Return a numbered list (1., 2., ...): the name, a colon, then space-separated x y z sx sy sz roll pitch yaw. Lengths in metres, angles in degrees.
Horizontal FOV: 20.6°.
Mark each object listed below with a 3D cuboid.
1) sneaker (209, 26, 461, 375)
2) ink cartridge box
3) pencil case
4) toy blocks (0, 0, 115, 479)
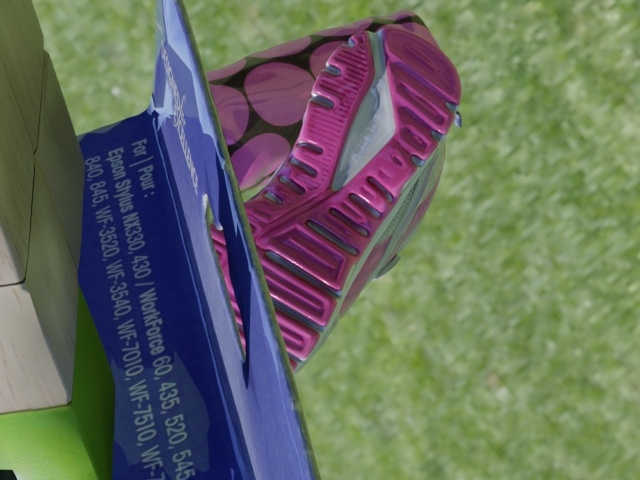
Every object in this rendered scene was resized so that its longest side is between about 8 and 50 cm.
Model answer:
1. sneaker: 0.000 0.000 1.030 0.103 0.252 0.111 40 180 16
2. ink cartridge box: -0.056 0.105 0.605 0.303 0.072 0.307 -109 14 -52
3. pencil case: -0.009 -0.089 1.228 0.095 0.209 0.098 50 147 37
4. toy blocks: -0.217 -0.069 0.410 0.381 0.261 0.190 78 -174 -46
